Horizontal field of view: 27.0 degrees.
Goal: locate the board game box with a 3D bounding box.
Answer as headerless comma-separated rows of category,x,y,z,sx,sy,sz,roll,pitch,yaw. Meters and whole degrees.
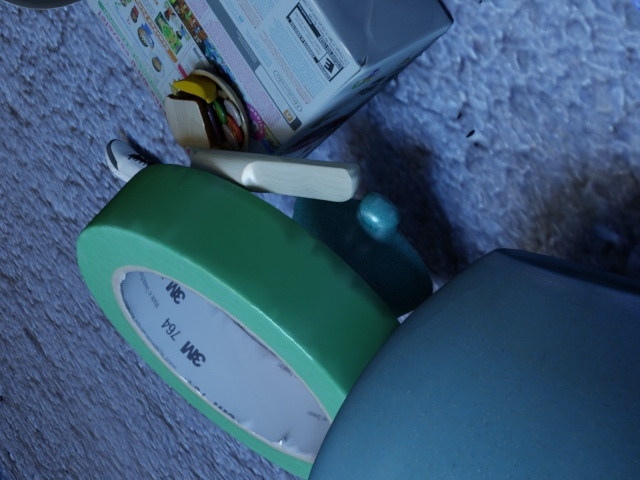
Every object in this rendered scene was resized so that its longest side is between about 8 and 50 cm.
board game box,-0.057,-0.181,1.046,0.224,0.097,0.303,57,151,2

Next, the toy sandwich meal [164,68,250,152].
toy sandwich meal,-0.090,-0.096,1.049,0.085,0.029,0.086,38,146,32

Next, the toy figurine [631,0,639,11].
toy figurine,0.206,-0.061,0.565,0.217,0.191,0.362,43,166,24

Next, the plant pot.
plant pot,0.152,0.116,0.865,0.290,0.290,0.195,22,99,48

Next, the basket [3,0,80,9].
basket,-0.230,-0.283,1.037,0.154,0.204,0.227,43,-167,-37

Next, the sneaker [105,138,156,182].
sneaker,-0.187,-0.074,1.427,0.109,0.040,0.044,45,133,17

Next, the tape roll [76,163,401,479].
tape roll,-0.057,0.078,1.100,0.321,0.077,0.321,32,156,16

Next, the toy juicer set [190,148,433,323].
toy juicer set,0.000,0.000,1.085,0.209,0.089,0.329,24,152,33
